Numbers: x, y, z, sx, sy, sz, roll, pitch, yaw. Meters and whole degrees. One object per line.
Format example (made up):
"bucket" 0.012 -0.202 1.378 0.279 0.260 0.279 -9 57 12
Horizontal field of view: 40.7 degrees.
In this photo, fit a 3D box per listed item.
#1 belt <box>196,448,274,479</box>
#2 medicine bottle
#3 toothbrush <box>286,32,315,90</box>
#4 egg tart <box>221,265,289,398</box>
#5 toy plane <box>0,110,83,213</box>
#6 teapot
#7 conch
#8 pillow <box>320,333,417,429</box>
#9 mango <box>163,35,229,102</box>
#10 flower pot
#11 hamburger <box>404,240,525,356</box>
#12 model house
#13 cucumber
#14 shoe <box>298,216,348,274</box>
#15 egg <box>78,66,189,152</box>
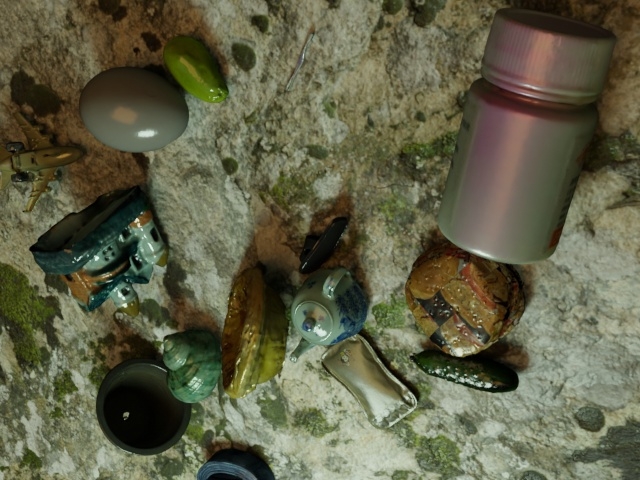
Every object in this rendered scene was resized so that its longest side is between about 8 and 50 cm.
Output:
"belt" -0.211 0.586 2.096 0.190 0.082 0.141 6 107 23
"medicine bottle" 0.338 -0.173 1.440 0.219 0.219 0.388 19 117 19
"toothbrush" -0.041 -0.348 1.684 0.011 0.013 0.131 40 123 19
"egg tart" -0.138 0.196 1.837 0.115 0.290 0.290 8 119 -16
"toy plane" -0.665 -0.188 2.016 0.256 0.104 0.242 -6 91 35
"teapot" 0.005 0.148 1.775 0.159 0.159 0.232 31 119 13
"conch" -0.303 0.291 2.004 0.176 0.122 0.188 1 108 41
"pillow" 0.104 0.301 1.853 0.130 0.033 0.217 -40 88 25
"mango" -0.253 -0.346 1.755 0.165 0.074 0.091 47 121 3
"flower pot" -0.447 0.413 2.090 0.235 0.235 0.148 54 143 -1
"hamburger" 0.275 0.106 1.654 0.231 0.107 0.231 12 113 30
"model house" -0.459 0.054 1.939 0.184 0.253 0.291 3 129 39
"cucumber" 0.285 0.259 1.731 0.227 0.069 0.069 11 114 27
"shoe" 0.000 0.000 1.777 0.159 0.062 0.053 -55 55 31
"egg" -0.383 -0.270 1.792 0.232 0.176 0.176 12 115 11
